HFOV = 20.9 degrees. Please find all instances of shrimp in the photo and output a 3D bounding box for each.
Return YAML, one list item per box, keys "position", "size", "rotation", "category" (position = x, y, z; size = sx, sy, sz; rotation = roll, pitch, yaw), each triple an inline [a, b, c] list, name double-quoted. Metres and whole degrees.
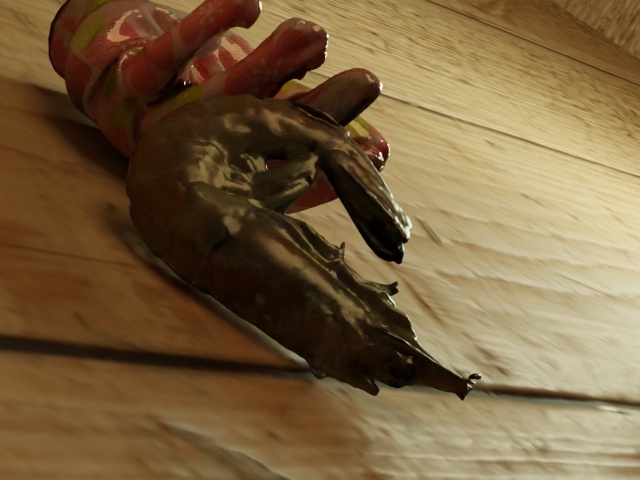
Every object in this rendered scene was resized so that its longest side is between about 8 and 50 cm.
- position: [0.000, 0.000, 0.908]
  size: [0.223, 0.126, 0.047]
  rotation: [36, -24, 12]
  category: "shrimp"

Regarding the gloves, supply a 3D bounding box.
- position: [-0.058, -0.078, 1.029]
  size: [0.241, 0.126, 0.145]
  rotation: [39, -11, 43]
  category: "gloves"
